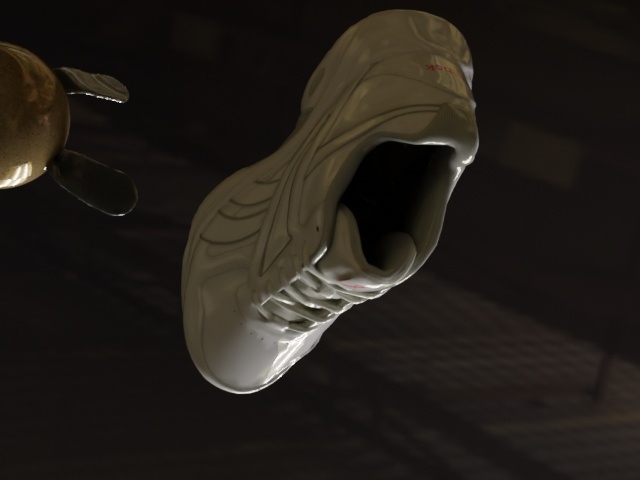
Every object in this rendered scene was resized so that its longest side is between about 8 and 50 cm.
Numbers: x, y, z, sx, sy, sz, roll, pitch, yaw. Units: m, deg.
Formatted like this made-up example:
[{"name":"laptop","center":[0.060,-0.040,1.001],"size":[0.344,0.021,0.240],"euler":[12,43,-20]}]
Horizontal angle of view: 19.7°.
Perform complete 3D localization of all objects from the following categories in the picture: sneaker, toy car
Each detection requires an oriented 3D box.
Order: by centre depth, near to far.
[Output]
[{"name":"sneaker","center":[0.000,0.000,0.916],"size":[0.090,0.232,0.115],"euler":[20,-150,-22]},{"name":"toy car","center":[-0.202,-0.064,1.075],"size":[0.188,0.155,0.149],"euler":[4,148,-19]}]
